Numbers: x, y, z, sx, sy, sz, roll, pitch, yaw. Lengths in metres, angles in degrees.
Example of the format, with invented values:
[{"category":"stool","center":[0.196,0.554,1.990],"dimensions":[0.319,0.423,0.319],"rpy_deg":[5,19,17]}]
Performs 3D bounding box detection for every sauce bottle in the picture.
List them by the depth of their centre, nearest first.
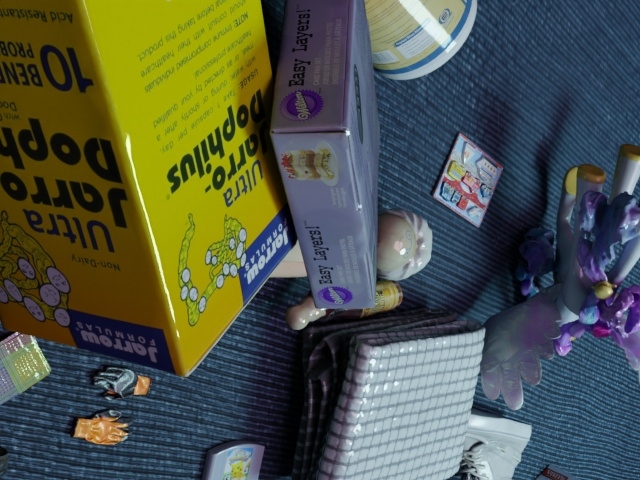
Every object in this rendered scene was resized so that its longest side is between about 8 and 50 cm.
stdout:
[{"category":"sauce bottle","center":[0.049,0.079,1.090],"dimensions":[0.128,0.042,0.042],"rpy_deg":[-13,113,-41]}]

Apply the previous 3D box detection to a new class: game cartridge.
[{"category":"game cartridge","center":[-0.103,0.267,1.027],"dimensions":[0.083,0.017,0.056],"rpy_deg":[4,98,-45]}]

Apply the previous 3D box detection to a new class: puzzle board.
[{"category":"puzzle board","center":[0.211,-0.083,1.212],"dimensions":[0.128,0.011,0.096],"rpy_deg":[27,85,-46]}]

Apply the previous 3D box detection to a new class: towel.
[{"category":"towel","center":[-0.293,0.120,0.793],"dimensions":[0.083,0.009,0.060],"rpy_deg":[-35,127,-30]},{"category":"towel","center":[0.084,0.214,1.121],"dimensions":[0.283,0.121,0.235],"rpy_deg":[-2,107,-46]}]

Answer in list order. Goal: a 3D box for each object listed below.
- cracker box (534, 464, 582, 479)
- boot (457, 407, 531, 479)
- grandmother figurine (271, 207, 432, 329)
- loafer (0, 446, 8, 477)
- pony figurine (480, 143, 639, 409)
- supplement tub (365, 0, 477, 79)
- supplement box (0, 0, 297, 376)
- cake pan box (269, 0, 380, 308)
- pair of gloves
[{"category":"cracker box","center":[0.408,0.517,1.513],"dimensions":[0.232,0.155,0.067],"rpy_deg":[-33,125,-31]},{"category":"boot","center":[0.245,0.327,1.328],"dimensions":[0.258,0.095,0.124],"rpy_deg":[23,81,-47]},{"category":"grandmother figurine","center":[0.000,0.000,0.974],"dimensions":[0.342,0.104,0.208],"rpy_deg":[3,107,-43]},{"category":"loafer","center":[-0.340,0.173,0.730],"dimensions":[0.170,0.062,0.061],"rpy_deg":[21,85,-47]},{"category":"pony figurine","center":[0.390,0.075,1.252],"dimensions":[0.351,0.302,0.364],"rpy_deg":[-72,172,-62]},{"category":"supplement tub","center":[0.060,-0.276,0.899],"dimensions":[0.199,0.144,0.144],"rpy_deg":[33,81,-46]},{"category":"supplement box","center":[-0.163,-0.107,0.645],"dimensions":[0.195,0.194,0.357],"rpy_deg":[-52,143,-45]},{"category":"cake pan box","center":[0.016,-0.101,0.804],"dimensions":[0.267,0.070,0.246],"rpy_deg":[76,16,-54]},{"category":"pair of gloves","center":[-0.214,0.171,0.887],"dimensions":[0.074,0.010,0.083],"rpy_deg":[22,88,-46]}]
